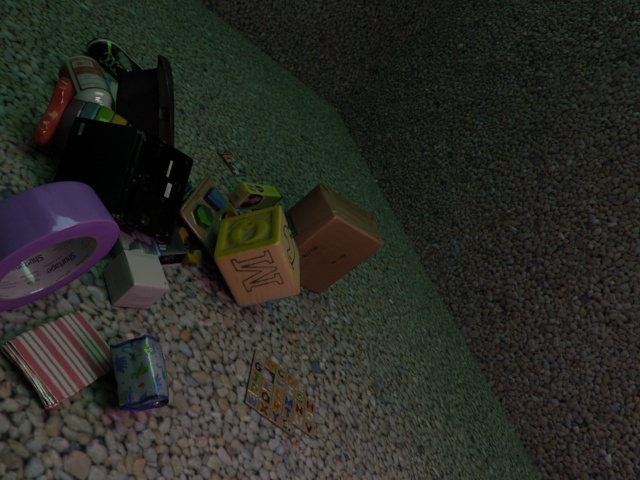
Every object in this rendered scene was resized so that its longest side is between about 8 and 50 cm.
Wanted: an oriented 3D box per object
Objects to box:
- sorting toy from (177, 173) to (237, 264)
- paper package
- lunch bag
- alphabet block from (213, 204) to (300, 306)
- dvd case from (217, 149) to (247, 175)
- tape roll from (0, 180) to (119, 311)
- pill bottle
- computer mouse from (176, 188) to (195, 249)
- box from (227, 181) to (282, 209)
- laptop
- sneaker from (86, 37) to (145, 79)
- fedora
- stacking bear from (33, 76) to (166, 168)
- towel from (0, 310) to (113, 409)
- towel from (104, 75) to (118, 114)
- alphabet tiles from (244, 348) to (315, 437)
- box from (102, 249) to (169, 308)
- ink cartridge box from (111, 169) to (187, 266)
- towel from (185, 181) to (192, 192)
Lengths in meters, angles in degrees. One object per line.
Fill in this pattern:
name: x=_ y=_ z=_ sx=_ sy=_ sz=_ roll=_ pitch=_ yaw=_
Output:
sorting toy: x=-0.323 y=-0.034 z=1.616 sx=0.229 sy=0.041 sz=0.307 roll=61 pitch=28 yaw=-27
paper package: x=0.000 y=0.000 z=1.921 sx=0.309 sy=0.325 sz=0.168 roll=28 pitch=31 yaw=-46
lunch bag: x=-0.348 y=0.266 z=1.095 sx=0.151 sy=0.096 sz=0.129 roll=78 pitch=-4 yaw=-73
alphabet block: x=-0.176 y=0.046 z=1.588 sx=0.192 sy=0.193 sz=0.197 roll=-96 pitch=169 yaw=-52
dvd case: x=-0.345 y=-0.303 z=2.158 sx=0.119 sy=0.013 sz=0.087 roll=51 pitch=22 yaw=5
tape roll: x=-0.503 y=0.014 z=0.977 sx=0.090 sy=0.274 sz=0.275 roll=53 pitch=22 yaw=6
pill bottle: x=-0.659 y=-0.411 z=1.570 sx=0.121 sy=0.121 sz=0.216 roll=14 pitch=42 yaw=-56
computer mouse: x=-0.420 y=-0.091 z=1.614 sx=0.184 sy=0.060 sz=0.262 roll=47 pitch=33 yaw=-20
box: x=-0.238 y=-0.162 z=2.045 sx=0.058 sy=0.087 sz=0.232 roll=54 pitch=23 yaw=15
laptop: x=-0.471 y=-0.142 z=1.330 sx=0.264 sy=0.136 sz=0.234 roll=29 pitch=67 yaw=-49
sneaker: x=-0.679 y=-0.595 z=1.878 sx=0.234 sy=0.084 sz=0.097 roll=28 pitch=32 yaw=-45
fedora: x=-0.520 y=-0.375 z=1.624 sx=0.152 sy=0.334 sz=0.334 roll=-2 pitch=47 yaw=-21
stacking bear: x=-0.540 y=-0.257 z=1.401 sx=0.289 sy=0.164 sz=0.176 roll=22 pitch=75 yaw=-20
towel: x=-0.480 y=0.217 z=1.038 sx=0.144 sy=0.029 sz=0.197 roll=52 pitch=19 yaw=2
towel: x=-0.614 y=-0.425 z=1.801 sx=0.285 sy=0.034 sz=0.209 roll=33 pitch=27 yaw=-37
alphabet tiles: x=-0.100 y=0.421 z=1.475 sx=0.237 sy=0.009 sz=0.198 roll=42 pitch=23 yaw=-20
box: x=-0.423 y=0.090 z=1.266 sx=0.101 sy=0.087 sz=0.102 roll=18 pitch=39 yaw=-55
ink cartridge box: x=-0.477 y=-0.078 z=1.412 sx=0.165 sy=0.065 sz=0.333 roll=-6 pitch=56 yaw=-44
towel: x=-0.447 y=-0.169 z=1.718 sx=0.067 sy=0.029 sz=0.119 roll=48 pitch=21 yaw=-6
